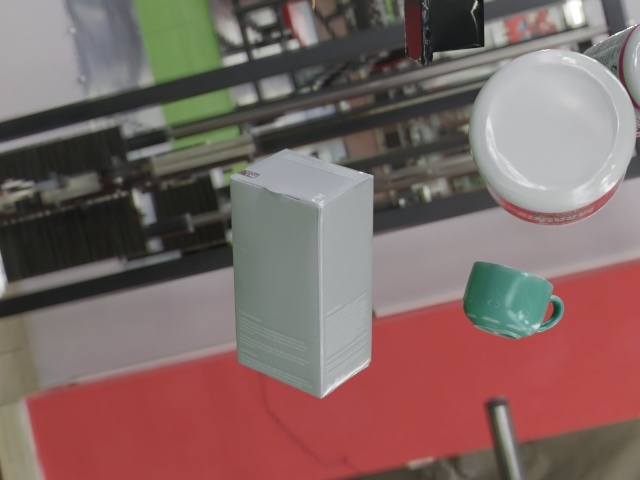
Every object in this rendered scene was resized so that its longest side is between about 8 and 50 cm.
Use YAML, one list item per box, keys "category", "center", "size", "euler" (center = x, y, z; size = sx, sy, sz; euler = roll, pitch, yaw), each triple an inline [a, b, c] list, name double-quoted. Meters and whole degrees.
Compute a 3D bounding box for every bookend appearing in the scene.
- category: "bookend"
  center: [0.181, -0.298, 1.447]
  size: [0.072, 0.157, 0.156]
  euler: [-127, -149, -68]

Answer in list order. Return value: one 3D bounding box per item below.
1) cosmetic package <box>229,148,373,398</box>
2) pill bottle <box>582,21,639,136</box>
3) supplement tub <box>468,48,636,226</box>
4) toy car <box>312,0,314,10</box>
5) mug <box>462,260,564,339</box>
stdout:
- category: "cosmetic package"
  center: [-0.019, 0.034, 1.313]
  size: [0.107, 0.127, 0.238]
  euler: [-28, 130, -46]
- category: "pill bottle"
  center: [0.477, -0.238, 1.865]
  size: [0.283, 0.160, 0.160]
  euler: [164, -87, -77]
- category: "supplement tub"
  center: [0.286, -0.117, 1.513]
  size: [0.272, 0.191, 0.191]
  euler: [22, 55, -78]
- category: "toy car"
  center: [-0.037, -0.429, 1.643]
  size: [0.210, 0.219, 0.238]
  euler: [-124, -165, -86]
- category: "mug"
  center: [0.302, 0.103, 1.918]
  size: [0.129, 0.158, 0.097]
  euler: [56, 52, -78]
